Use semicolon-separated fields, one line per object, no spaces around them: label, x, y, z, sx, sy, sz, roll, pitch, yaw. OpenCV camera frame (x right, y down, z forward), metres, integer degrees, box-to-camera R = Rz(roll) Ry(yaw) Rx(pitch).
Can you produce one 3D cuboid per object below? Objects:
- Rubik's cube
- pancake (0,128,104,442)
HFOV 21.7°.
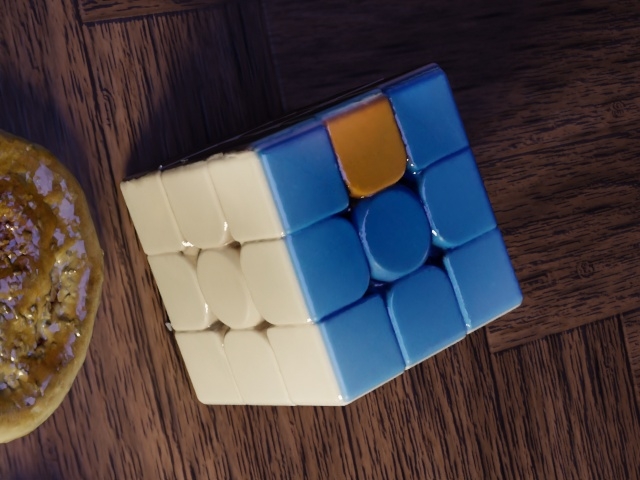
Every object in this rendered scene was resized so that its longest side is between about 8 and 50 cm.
Rubik's cube;0.000;0.000;1.876;0.290;0.291;0.291;-26;100;-35
pancake;-0.372;0.048;1.742;0.356;0.065;0.356;1;88;-37
